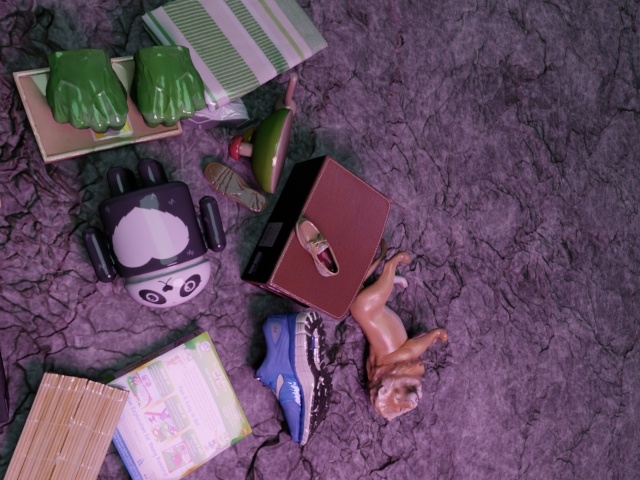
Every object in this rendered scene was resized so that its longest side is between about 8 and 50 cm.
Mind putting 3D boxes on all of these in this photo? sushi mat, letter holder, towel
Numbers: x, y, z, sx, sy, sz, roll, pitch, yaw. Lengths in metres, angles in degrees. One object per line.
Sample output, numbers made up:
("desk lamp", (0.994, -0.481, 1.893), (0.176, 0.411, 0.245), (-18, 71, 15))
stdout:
("sushi mat", (-0.476, 0.400, 0.956), (0.151, 0.019, 0.316), (21, 87, -16))
("letter holder", (0.000, 0.000, 1.176), (0.214, 0.152, 0.302), (30, 76, -26))
("towel", (-0.176, -0.444, 1.128), (0.325, 0.038, 0.248), (-39, 93, -24))

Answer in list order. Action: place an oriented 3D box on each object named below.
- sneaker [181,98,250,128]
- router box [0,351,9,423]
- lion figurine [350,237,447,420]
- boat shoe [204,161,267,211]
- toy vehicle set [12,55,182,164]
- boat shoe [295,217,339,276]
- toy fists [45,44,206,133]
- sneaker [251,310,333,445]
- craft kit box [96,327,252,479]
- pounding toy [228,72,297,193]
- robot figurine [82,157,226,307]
("sneaker", (-0.228, -0.274, 1.121), (0.152, 0.054, 0.061), (-6, 76, -30))
("router box", (-0.649, 0.170, 0.824), (0.243, 0.081, 0.309), (-9, 111, -26))
("lion figurine", (0.158, 0.213, 1.279), (0.240, 0.142, 0.392), (-28, 88, -17))
("boat shoe", (-0.185, -0.115, 1.144), (0.153, 0.048, 0.056), (31, 87, -17))
("toy vehicle set", (-0.422, -0.260, 1.022), (0.267, 0.035, 0.166), (-19, 98, -27))
("boat shoe", (-0.001, 0.013, 1.062), (0.050, 0.045, 0.135), (-41, 110, -24))
("toy fists", (-0.357, -0.273, 0.984), (0.279, 0.096, 0.142), (-12, 88, -25))
("sneaker", (-0.064, 0.298, 1.161), (0.130, 0.147, 0.330), (-38, 128, -59))
("craft kit box", (-0.297, 0.344, 1.068), (0.247, 0.061, 0.250), (-25, 101, -23))
("pounding toy", (-0.126, -0.225, 1.122), (0.110, 0.183, 0.237), (13, 82, -1))
("robot figurine", (-0.312, -0.011, 0.996), (0.173, 0.209, 0.278), (-25, 101, -56))
